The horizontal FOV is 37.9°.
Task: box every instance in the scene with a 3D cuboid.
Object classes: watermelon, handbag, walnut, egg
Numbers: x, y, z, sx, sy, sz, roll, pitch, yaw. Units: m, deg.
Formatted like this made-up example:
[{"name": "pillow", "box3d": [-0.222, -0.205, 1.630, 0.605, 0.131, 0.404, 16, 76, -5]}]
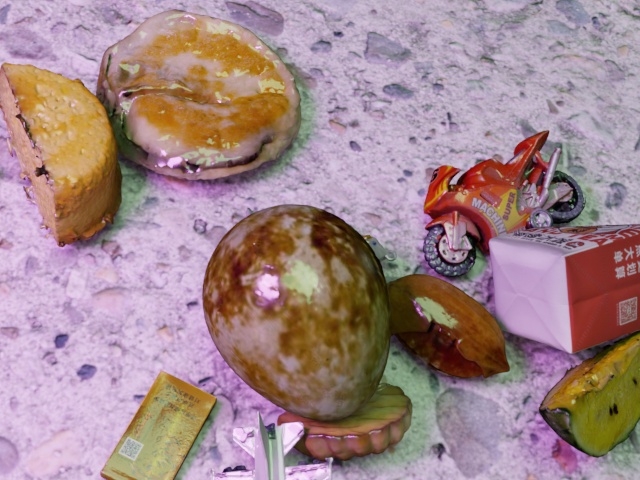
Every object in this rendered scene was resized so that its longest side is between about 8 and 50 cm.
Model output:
[{"name": "watermelon", "box3d": [0.390, 0.199, 1.265, 0.301, 0.129, 0.123, -28, 62, -38]}, {"name": "handbag", "box3d": [0.401, 0.040, 1.328, 0.298, 0.171, 0.151, -15, 105, -26]}, {"name": "walnut", "box3d": [0.175, 0.124, 1.297, 0.207, 0.116, 0.116, 32, 60, 1]}, {"name": "egg", "box3d": [-0.023, 0.091, 1.199, 0.238, 0.238, 0.289, -25, 67, -22]}]

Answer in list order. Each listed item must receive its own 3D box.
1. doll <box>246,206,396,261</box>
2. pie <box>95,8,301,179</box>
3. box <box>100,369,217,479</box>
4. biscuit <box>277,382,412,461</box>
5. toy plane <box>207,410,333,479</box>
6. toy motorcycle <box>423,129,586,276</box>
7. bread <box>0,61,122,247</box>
[{"name": "doll", "box3d": [0.000, 0.000, 1.366, 0.227, 0.057, 0.114, 7, 55, -3]}, {"name": "pie", "box3d": [-0.191, -0.224, 1.454, 0.338, 0.077, 0.339, 4, 55, -5]}, {"name": "box", "box3d": [-0.206, 0.252, 1.200, 0.089, 0.022, 0.156, 23, 59, 6]}, {"name": "biscuit", "box3d": [0.039, 0.248, 1.217, 0.183, 0.061, 0.118, -8, 20, -14]}, {"name": "toy plane", "box3d": [-0.059, 0.326, 1.149, 0.159, 0.082, 0.234, -7, 83, 8]}, {"name": "toy motorcycle", "box3d": [0.267, -0.060, 1.423, 0.298, 0.089, 0.171, -24, 74, -21]}, {"name": "bread", "box3d": [-0.358, -0.130, 1.324, 0.147, 0.160, 0.261, -15, 57, -25]}]
